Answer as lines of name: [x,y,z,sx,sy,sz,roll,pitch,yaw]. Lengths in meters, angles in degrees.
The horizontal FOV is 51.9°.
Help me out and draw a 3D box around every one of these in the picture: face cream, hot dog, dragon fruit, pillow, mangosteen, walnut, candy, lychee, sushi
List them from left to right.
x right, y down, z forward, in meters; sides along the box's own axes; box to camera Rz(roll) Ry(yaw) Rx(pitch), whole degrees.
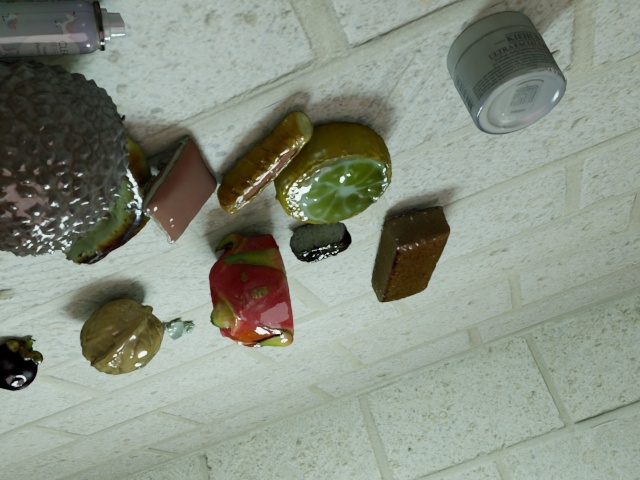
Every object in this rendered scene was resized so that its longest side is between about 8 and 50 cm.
mangosteen: [-0.810,0.323,1.747,0.151,0.137,0.137,-53,152,-7]
lychee: [-0.427,-0.124,0.968,0.300,0.300,0.300,-14,153,-7]
face cream: [-0.386,-0.288,0.895,0.229,0.075,0.075,-9,152,-17]
walnut: [-0.510,0.247,1.696,0.198,0.198,0.245,10,143,-42]
pillow: [-0.277,-0.095,1.279,0.171,0.075,0.179,-58,161,-16]
dragon fruit: [-0.178,0.125,1.592,0.189,0.290,0.290,-9,152,-8]
hot dog: [-0.119,-0.153,1.310,0.061,0.087,0.286,10,136,-44]
sushi: [0.000,0.000,1.651,0.150,0.090,0.078,-20,149,7]
candy: [0.026,-0.140,1.385,0.260,0.118,0.260,-16,148,-10]
face cream: [0.342,-0.305,1.217,0.177,0.152,0.177,-15,152,-8]

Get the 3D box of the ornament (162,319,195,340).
ornament: [-0.420,0.260,1.937,0.068,0.041,0.092,-48,134,8]

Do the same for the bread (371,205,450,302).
bread: [0.246,0.051,1.869,0.165,0.113,0.416,-13,154,-9]

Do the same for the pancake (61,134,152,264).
pancake: [-0.461,-0.076,1.256,0.305,0.066,0.427,8,145,-39]
